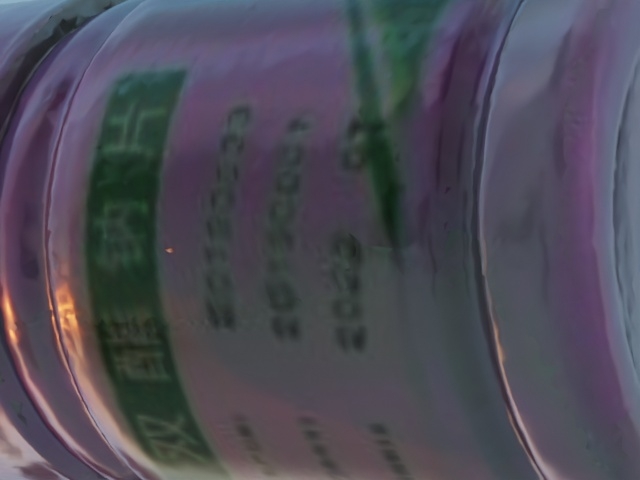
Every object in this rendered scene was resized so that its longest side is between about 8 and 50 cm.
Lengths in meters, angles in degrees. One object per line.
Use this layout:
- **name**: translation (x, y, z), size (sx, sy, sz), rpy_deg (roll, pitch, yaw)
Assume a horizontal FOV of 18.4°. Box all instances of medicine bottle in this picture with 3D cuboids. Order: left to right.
- **medicine bottle**: translation (0.000, 0.000, 0.737), size (0.325, 0.212, 0.212), rpy_deg (-1, -59, 34)
